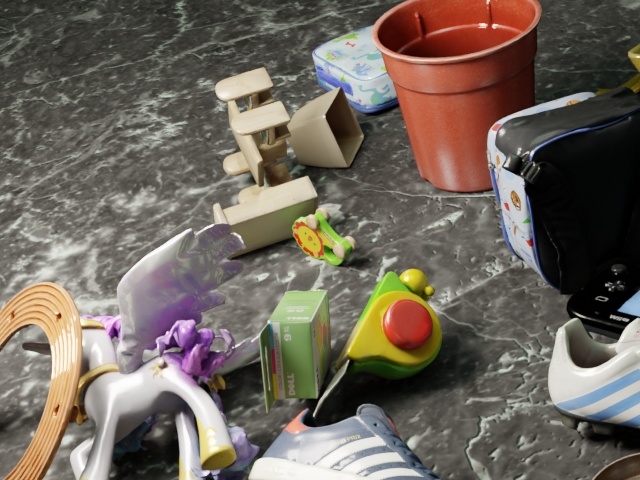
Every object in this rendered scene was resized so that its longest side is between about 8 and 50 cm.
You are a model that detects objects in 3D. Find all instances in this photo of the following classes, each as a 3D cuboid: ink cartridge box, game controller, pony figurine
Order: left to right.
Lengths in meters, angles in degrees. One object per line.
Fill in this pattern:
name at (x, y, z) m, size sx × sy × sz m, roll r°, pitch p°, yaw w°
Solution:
pony figurine at (-0.208, 0.180, 1.789) m, size 0.351 × 0.303 × 0.363 m, roll -23°, pitch 48°, yaw 1°
ink cartridge box at (-0.030, 0.144, 1.821) m, size 0.062 × 0.109 × 0.209 m, roll -2°, pitch 12°, yaw 9°
game controller at (0.478, 0.101, 1.735) m, size 0.319 × 0.067 × 0.166 m, roll 14°, pitch 22°, yaw 36°

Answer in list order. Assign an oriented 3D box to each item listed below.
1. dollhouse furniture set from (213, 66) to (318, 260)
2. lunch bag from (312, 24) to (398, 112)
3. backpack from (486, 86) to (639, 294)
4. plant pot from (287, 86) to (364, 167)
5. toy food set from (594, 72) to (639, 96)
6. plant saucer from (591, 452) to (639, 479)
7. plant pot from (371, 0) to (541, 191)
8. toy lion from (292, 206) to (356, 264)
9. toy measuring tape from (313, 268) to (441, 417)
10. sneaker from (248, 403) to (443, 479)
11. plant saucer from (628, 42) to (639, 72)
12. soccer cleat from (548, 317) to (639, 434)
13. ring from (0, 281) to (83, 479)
dollhouse furniture set at (-0.124, -0.114, 2.232) m, size 0.161 × 0.212 × 0.242 m, roll -19°, pitch 59°, yaw -12°
lunch bag at (0.096, -0.326, 2.586) m, size 0.176 × 0.090 × 0.219 m, roll -26°, pitch 34°, yaw -21°
backpack at (0.363, -0.069, 1.934) m, size 0.277 × 0.263 × 0.213 m, roll -16°, pitch 26°, yaw -12°
plant pot at (0.002, -0.190, 2.406) m, size 0.096 × 0.109 × 0.109 m, roll -12°, pitch 30°, yaw 27°
toy food set at (0.491, -0.211, 2.299) m, size 0.218 × 0.071 × 0.128 m, roll -33°, pitch 13°, yaw -31°
plant saucer at (0.386, 0.307, 1.557) m, size 0.168 × 0.029 × 0.168 m, roll -9°, pitch 33°, yaw 6°
plant pot at (0.238, -0.239, 2.237) m, size 0.272 × 0.265 × 0.272 m, roll -9°, pitch 32°, yaw 6°
toy lion at (0.000, 0.000, 2.131) m, size 0.100 × 0.096 × 0.034 m, roll 47°, pitch 56°, yaw 8°
toy measuring tape at (0.079, 0.177, 1.822) m, size 0.121 × 0.121 × 0.330 m, roll 9°, pitch 55°, yaw 31°
sneaker at (0.086, 0.273, 1.609) m, size 0.350 × 0.131 × 0.148 m, roll 10°, pitch 51°, yaw 32°
plant saucer at (0.717, -0.298, 2.274) m, size 0.333 × 0.081 × 0.333 m, roll 10°, pitch 25°, yaw 28°
soccer cleat at (0.423, 0.170, 1.621) m, size 0.331 × 0.143 × 0.116 m, roll 6°, pitch 19°, yaw 31°
ring at (-0.400, 0.218, 1.796) m, size 0.337 × 0.032 × 0.336 m, roll -30°, pitch 49°, yaw 42°
